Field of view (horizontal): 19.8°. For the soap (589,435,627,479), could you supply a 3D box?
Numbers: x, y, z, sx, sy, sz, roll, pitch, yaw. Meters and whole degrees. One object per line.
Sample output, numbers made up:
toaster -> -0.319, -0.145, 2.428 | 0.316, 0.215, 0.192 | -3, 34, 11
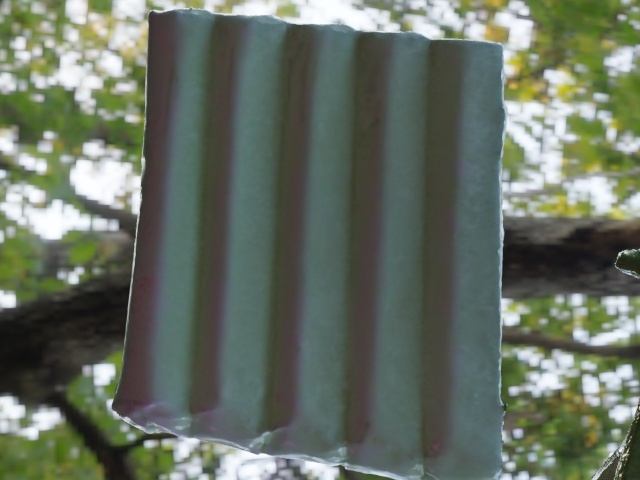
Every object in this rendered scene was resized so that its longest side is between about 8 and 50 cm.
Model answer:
soap -> 0.271, 0.215, 1.256 | 0.199, 0.138, 0.182 | 44, -40, 13

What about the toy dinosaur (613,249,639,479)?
toy dinosaur -> 0.215, 0.217, 0.978 | 0.447, 0.301, 0.087 | 46, -21, 30

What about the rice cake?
rice cake -> 0.000, 0.000, 0.814 | 0.189, 0.037, 0.198 | 9, -100, 3
